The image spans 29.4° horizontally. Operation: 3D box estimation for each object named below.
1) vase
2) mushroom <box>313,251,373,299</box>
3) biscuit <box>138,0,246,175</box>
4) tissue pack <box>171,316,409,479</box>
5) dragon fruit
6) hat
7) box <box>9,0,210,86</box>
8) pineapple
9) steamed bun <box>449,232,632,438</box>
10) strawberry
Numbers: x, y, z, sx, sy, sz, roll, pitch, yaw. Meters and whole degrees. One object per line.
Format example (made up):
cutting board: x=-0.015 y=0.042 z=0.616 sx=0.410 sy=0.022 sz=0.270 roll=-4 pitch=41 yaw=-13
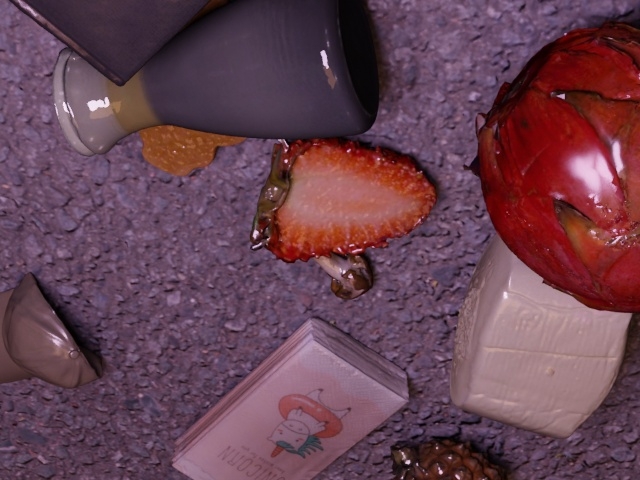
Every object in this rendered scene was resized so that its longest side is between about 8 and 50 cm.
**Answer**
vase: x=-0.111 y=-0.169 z=1.276 sx=0.321 sy=0.173 sz=0.173 roll=-10 pitch=125 yaw=17
mushroom: x=0.000 y=0.000 z=1.487 sx=0.060 sy=0.061 sz=0.187 roll=-41 pitch=112 yaw=-2
biscuit: x=-0.130 y=-0.173 z=1.382 sx=0.144 sy=0.040 sz=0.236 roll=28 pitch=123 yaw=-7
tissue pack: x=-0.046 y=0.248 z=1.667 sx=0.170 sy=0.071 sz=0.325 roll=34 pitch=122 yaw=-21
dragon fruit: x=0.313 y=-0.077 z=1.262 sx=0.301 sy=0.295 sz=0.295 roll=37 pitch=122 yaw=-5
hat: x=-0.396 y=0.155 z=1.606 sx=0.173 sy=0.144 sz=0.166 roll=-34 pitch=117 yaw=1
box: x=-0.217 y=-0.357 z=1.123 sx=0.345 sy=0.251 sz=0.204 roll=39 pitch=121 yaw=-20
pineapple: x=0.168 y=0.341 z=1.667 sx=0.193 sy=0.166 sz=0.166 roll=42 pitch=121 yaw=-9
steamed bun: x=0.264 y=0.105 z=1.477 sx=0.200 sy=0.155 sz=0.250 roll=12 pitch=120 yaw=-7
strawberry: x=0.018 y=-0.047 z=1.431 sx=0.208 sy=0.087 sz=0.167 roll=14 pitch=110 yaw=-24
